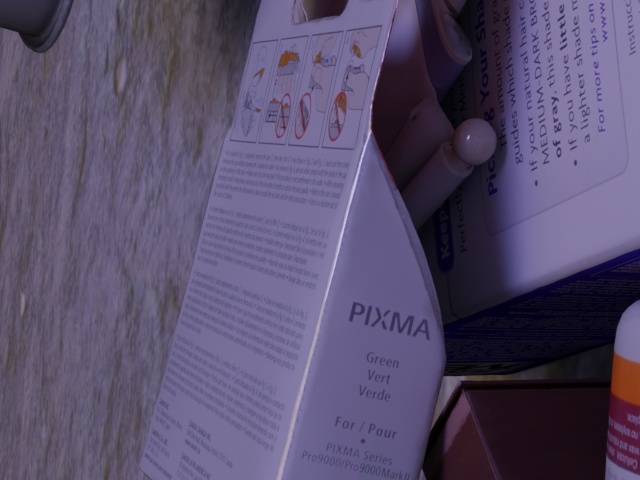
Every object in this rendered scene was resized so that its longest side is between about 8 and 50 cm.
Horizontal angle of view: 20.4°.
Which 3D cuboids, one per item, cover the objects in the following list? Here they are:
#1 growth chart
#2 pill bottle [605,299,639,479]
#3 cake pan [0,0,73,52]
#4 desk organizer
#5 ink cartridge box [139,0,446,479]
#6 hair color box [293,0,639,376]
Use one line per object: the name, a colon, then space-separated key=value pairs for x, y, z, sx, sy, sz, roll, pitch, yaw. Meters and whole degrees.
growth chart: x=0.022 y=-0.106 z=0.682 sx=0.172 sy=0.021 sz=0.237 roll=136 pitch=133 yaw=-60
pill bottle: x=0.138 y=0.130 z=0.510 sx=0.121 sy=0.121 sz=0.221 roll=-169 pitch=82 yaw=-69
cake pan: x=-0.196 y=-0.265 z=1.112 sx=0.293 sy=0.054 sz=0.293 roll=180 pitch=90 yaw=-70
desk organizer: x=0.103 y=0.079 z=0.594 sx=0.047 sy=0.130 sz=0.050 roll=114 pitch=148 yaw=-43
ink cartridge box: x=0.000 y=0.000 z=0.655 sx=0.181 sy=0.056 sz=0.224 roll=-167 pitch=93 yaw=-72
hair color box: x=0.095 y=-0.062 z=0.663 sx=0.339 sy=0.110 sz=0.185 roll=152 pitch=117 yaw=-64
